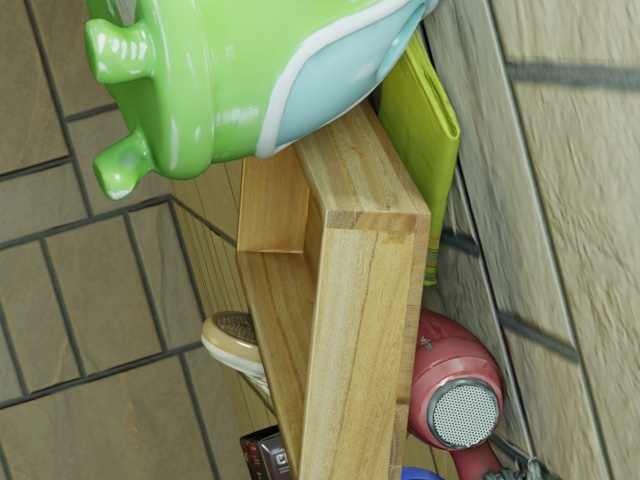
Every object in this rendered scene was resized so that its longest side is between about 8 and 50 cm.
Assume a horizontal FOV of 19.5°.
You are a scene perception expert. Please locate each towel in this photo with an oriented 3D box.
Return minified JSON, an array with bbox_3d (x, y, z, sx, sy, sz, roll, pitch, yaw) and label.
[{"bbox_3d":[0.069,-0.058,1.296,0.237,0.021,0.102,93,154,-65],"label":"towel"}]

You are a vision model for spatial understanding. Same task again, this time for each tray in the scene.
[{"bbox_3d":[0.000,0.000,1.345,0.411,0.076,0.203,-113,26,-66],"label":"tray"}]

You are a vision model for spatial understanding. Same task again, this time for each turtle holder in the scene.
[{"bbox_3d":[-0.049,-0.147,1.139,0.320,0.227,0.243,87,162,-47],"label":"turtle holder"}]

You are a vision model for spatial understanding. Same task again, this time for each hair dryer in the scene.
[{"bbox_3d":[0.098,0.159,1.312,0.223,0.080,0.293,86,164,-58],"label":"hair dryer"}]

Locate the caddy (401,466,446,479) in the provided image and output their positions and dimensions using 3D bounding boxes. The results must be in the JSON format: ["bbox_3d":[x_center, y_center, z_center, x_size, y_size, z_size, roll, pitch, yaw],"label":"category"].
[{"bbox_3d":[0.017,0.275,1.399,0.179,0.241,0.341,61,-170,24],"label":"caddy"}]

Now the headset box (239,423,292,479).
[{"bbox_3d":[-0.001,0.320,2.113,0.218,0.110,0.293,144,108,-80],"label":"headset box"}]

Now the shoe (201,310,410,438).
[{"bbox_3d":[-0.005,0.114,1.483,0.058,0.219,0.076,-62,31,11],"label":"shoe"}]
